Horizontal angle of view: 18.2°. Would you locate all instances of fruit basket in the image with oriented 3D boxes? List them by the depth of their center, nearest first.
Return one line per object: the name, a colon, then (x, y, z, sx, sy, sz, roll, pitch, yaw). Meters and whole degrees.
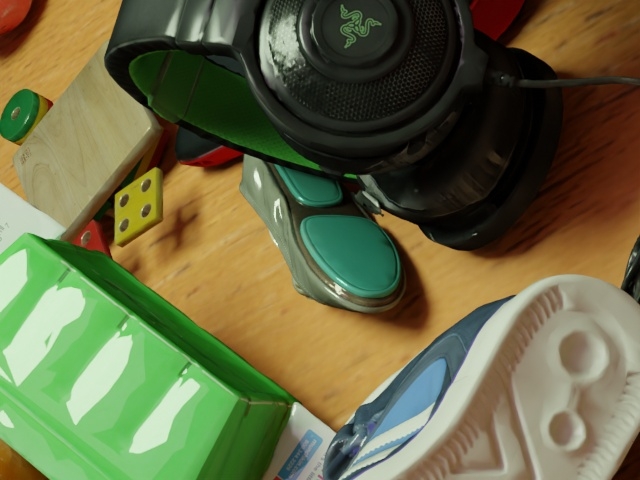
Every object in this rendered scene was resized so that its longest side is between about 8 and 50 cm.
fruit basket: (-0.183, 0.189, 1.276, 0.327, 0.165, 0.353, 35, 103, 22)

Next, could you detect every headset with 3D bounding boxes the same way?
headset: (0.048, -0.058, 1.158, 0.394, 0.243, 0.185, 7, 75, 34)

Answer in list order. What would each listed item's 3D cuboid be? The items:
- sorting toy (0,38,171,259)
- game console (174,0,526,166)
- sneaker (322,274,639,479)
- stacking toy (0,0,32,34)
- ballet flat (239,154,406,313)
sorting toy: (-0.170, -0.062, 1.561, 0.132, 0.046, 0.274, -49, 38, 16)
game console: (0.026, -0.264, 1.448, 0.342, 0.060, 0.387, -19, 54, 42)
sneaker: (0.042, 0.167, 1.040, 0.323, 0.130, 0.236, -52, 1, -22)
stacking toy: (-0.377, -0.149, 1.830, 0.309, 0.130, 0.280, -5, 74, 58)
ballet flat: (0.000, 0.000, 1.321, 0.213, 0.072, 0.068, -118, 36, -49)
